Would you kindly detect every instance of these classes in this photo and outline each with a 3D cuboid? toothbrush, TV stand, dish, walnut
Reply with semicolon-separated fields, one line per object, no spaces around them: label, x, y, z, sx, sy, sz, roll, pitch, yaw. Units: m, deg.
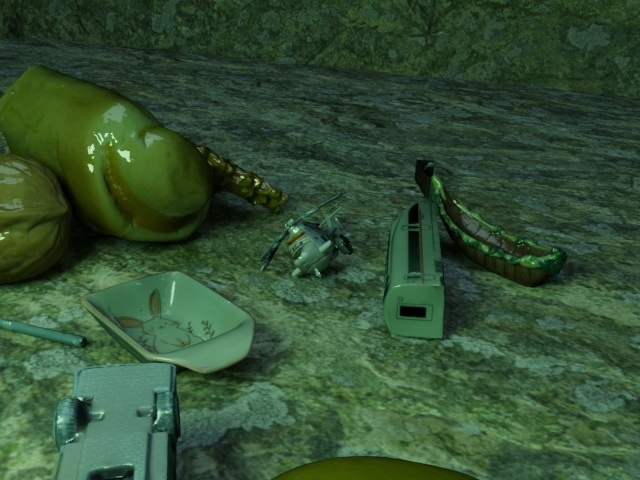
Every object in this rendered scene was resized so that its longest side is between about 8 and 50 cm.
toothbrush;-0.407;0.114;0.999;0.219;0.016;0.019;10;24;16
TV stand;0.243;-0.113;1.598;0.040;0.049;0.256;2;22;-5
dish;-0.184;0.118;0.952;0.154;0.064;0.234;-16;27;-38
walnut;-0.474;-0.033;1.116;0.213;0.213;0.213;2;22;-1

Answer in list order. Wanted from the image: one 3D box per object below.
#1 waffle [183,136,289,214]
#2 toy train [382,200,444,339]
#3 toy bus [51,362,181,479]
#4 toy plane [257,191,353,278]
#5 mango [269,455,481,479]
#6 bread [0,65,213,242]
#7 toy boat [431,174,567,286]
waffle;-0.223;-0.141;1.466;0.259;0.069;0.293;28;-2;-42
toy train;0.150;0.024;1.205;0.088;0.087;0.407;0;21;7
toy bus;-0.159;0.227;0.589;0.108;0.136;0.330;-3;23;-9
toy plane;-0.008;0.007;1.264;0.182;0.107;0.273;-40;-4;0
mango;0.047;0.240;0.613;0.250;0.114;0.156;-9;17;-24
bread;-0.345;-0.106;1.257;0.341;0.300;0.210;23;72;23
toy boat;0.284;-0.009;1.279;0.108;0.099;0.293;-12;36;-37
